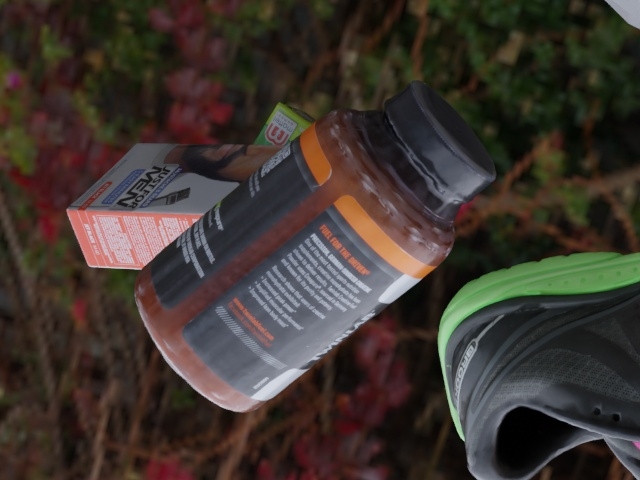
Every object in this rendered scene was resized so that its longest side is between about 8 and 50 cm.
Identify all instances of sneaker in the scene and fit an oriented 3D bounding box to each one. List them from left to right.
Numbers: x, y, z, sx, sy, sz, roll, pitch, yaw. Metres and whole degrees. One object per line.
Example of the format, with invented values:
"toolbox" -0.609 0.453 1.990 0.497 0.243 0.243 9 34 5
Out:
"sneaker" 0.300 0.091 1.525 0.185 0.483 0.202 23 -121 -38

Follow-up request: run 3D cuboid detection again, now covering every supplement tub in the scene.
"supplement tub" 0.000 0.000 1.089 0.106 0.198 0.106 45 -162 -19

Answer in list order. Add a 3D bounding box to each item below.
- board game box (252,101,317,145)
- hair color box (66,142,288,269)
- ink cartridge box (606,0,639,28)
"board game box" -0.035 0.003 1.430 0.092 0.181 0.043 36 -170 25
"hair color box" -0.081 -0.023 1.373 0.167 0.053 0.093 3 -145 33
"ink cartridge box" 0.330 -0.286 1.560 0.114 0.273 0.197 45 -176 -16
